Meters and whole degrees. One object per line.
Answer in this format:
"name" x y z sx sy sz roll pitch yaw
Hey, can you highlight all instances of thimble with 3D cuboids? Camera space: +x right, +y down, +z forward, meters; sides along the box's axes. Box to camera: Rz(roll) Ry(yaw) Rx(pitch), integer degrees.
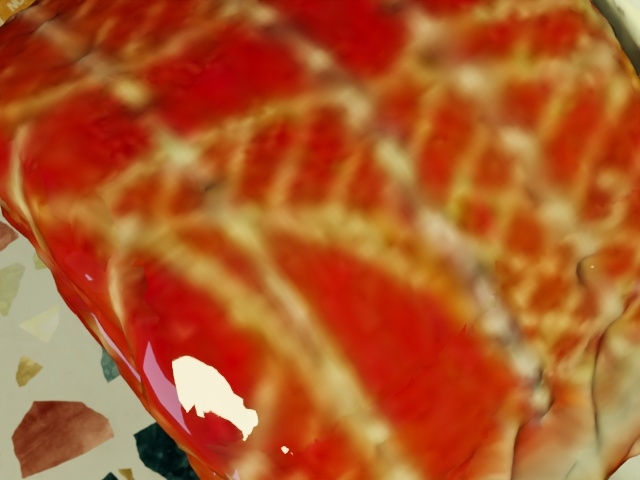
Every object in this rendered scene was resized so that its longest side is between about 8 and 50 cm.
"thimble" 0.000 0.000 0.672 0.350 0.230 0.350 51 171 11

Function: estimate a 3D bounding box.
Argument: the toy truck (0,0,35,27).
"toy truck" -0.292 -0.179 1.430 0.207 0.173 0.387 48 162 -18
